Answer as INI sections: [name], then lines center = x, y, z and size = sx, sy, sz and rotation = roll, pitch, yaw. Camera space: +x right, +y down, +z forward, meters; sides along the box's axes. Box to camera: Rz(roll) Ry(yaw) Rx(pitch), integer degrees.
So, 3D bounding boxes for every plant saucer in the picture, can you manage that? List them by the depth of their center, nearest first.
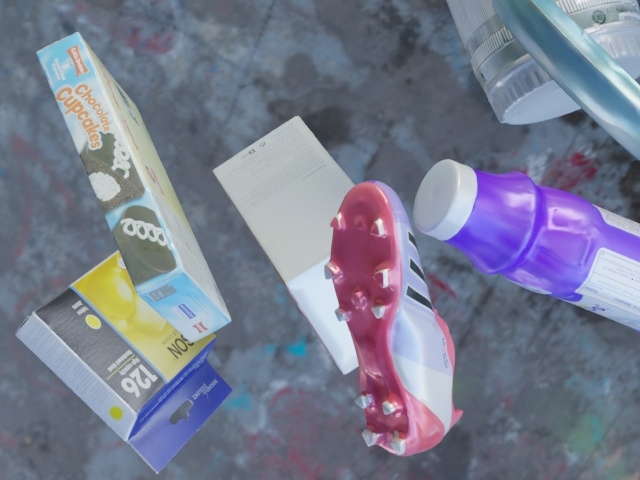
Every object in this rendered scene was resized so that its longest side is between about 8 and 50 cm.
[plant saucer]
center = 0.284, -0.170, 1.349
size = 0.317, 0.317, 0.044
rotation = 47, 108, 10

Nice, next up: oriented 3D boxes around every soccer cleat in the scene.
[soccer cleat]
center = 0.067, 0.063, 1.097
size = 0.083, 0.095, 0.248
rotation = 8, 113, 46

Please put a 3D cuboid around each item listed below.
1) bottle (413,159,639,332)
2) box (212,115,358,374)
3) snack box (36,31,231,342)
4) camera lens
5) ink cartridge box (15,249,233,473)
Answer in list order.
[bottle]
center = 0.215, 0.007, 1.137
size = 0.118, 0.283, 0.092
rotation = 23, 93, 65
[box]
center = 0.000, 0.000, 1.983
size = 0.215, 0.168, 0.345
rotation = 59, 177, -38
[snack box]
center = -0.207, -0.058, 1.450
size = 0.060, 0.187, 0.322
rotation = -27, 67, 2
[camera lens]
center = 0.276, -0.312, 1.650
size = 0.219, 0.219, 0.274
rotation = -28, 75, 35
[ink cartridge box]
center = -0.289, 0.179, 2.074
size = 0.307, 0.303, 0.072
rotation = 43, 117, 1
